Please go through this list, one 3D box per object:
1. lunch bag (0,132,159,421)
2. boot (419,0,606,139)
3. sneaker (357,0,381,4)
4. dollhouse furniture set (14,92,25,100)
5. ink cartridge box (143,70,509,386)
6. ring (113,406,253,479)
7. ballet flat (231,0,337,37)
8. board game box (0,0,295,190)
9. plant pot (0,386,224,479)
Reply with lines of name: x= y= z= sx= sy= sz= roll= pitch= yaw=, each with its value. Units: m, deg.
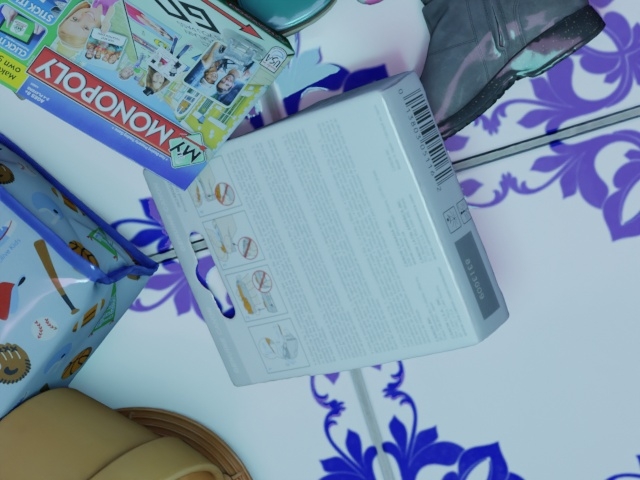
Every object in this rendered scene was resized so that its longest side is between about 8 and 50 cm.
lunch bag: x=-0.452 y=0.034 z=1.799 sx=0.385 sy=0.239 sz=0.328 roll=42 pitch=99 yaw=10
boot: x=0.144 y=-0.250 z=1.820 sx=0.338 sy=0.118 sz=0.222 roll=-34 pitch=91 yaw=1
sneaker: x=0.001 y=-0.376 z=1.779 sx=0.111 sy=0.103 sz=0.252 roll=-27 pitch=77 yaw=16
dollhouse furniture set: x=-0.373 y=-0.298 z=1.776 sx=0.262 sy=0.135 sz=0.259 roll=-34 pitch=99 yaw=29
ink cartridge box: x=0.000 y=0.000 z=1.820 sx=0.385 sy=0.091 sz=0.308 roll=-14 pitch=103 yaw=39
ring: x=-0.233 y=0.373 z=1.897 sx=0.337 sy=0.032 sz=0.336 roll=-1 pitch=81 yaw=6
ballet flat: x=-0.095 y=-0.258 z=1.819 sx=0.248 sy=0.086 sz=0.086 roll=-20 pitch=100 yaw=-1
board game box: x=-0.214 y=-0.214 z=1.698 sx=0.317 sy=0.046 sz=0.213 roll=30 pitch=108 yaw=-30
plant pot: x=-0.283 y=0.308 z=1.765 sx=0.203 sy=0.291 sz=0.291 roll=39 pitch=99 yaw=21
